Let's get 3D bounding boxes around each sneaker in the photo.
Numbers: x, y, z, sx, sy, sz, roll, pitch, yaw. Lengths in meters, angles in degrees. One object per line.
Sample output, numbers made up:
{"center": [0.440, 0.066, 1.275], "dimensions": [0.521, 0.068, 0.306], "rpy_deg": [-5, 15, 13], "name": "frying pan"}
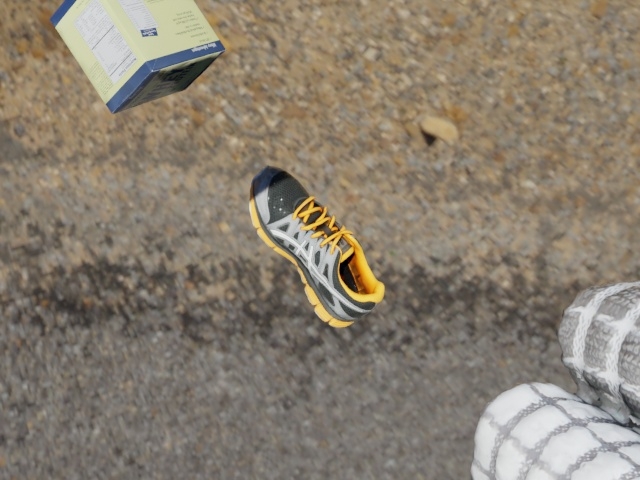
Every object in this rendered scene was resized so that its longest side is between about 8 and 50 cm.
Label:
{"center": [0.000, 0.000, 1.367], "dimensions": [0.215, 0.083, 0.084], "rpy_deg": [54, 52, -13], "name": "sneaker"}

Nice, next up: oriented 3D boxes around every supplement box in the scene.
{"center": [-0.130, -0.148, 0.850], "dimensions": [0.056, 0.083, 0.083], "rpy_deg": [-36, 175, 40], "name": "supplement box"}

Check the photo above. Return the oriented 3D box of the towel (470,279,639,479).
{"center": [0.205, 0.142, 0.366], "dimensions": [0.121, 0.235, 0.283], "rpy_deg": [-50, 120, -5], "name": "towel"}
